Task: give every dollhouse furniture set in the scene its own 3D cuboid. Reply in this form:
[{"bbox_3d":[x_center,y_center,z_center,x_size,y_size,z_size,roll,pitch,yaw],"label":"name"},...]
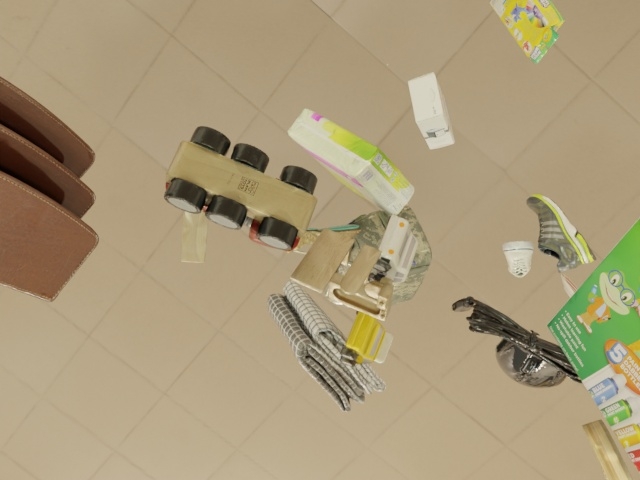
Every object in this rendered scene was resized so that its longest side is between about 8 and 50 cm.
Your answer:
[{"bbox_3d":[0.040,0.094,0.961,0.144,0.123,0.151,22,139,16],"label":"dollhouse furniture set"}]

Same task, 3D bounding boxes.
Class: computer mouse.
[{"bbox_3d":[0.256,0.150,0.786,0.184,0.262,0.060,30,85,13],"label":"computer mouse"}]

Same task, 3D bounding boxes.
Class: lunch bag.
[{"bbox_3d":[0.143,0.061,1.603,0.256,0.305,0.212,-14,62,-17],"label":"lunch bag"}]

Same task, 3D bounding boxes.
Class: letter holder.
[{"bbox_3d":[-0.426,-0.086,0.724,0.152,0.302,0.214,38,88,34],"label":"letter holder"}]

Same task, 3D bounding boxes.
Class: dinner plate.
[{"bbox_3d":[0.499,0.122,1.074,0.017,0.141,0.141,-42,98,19],"label":"dinner plate"}]

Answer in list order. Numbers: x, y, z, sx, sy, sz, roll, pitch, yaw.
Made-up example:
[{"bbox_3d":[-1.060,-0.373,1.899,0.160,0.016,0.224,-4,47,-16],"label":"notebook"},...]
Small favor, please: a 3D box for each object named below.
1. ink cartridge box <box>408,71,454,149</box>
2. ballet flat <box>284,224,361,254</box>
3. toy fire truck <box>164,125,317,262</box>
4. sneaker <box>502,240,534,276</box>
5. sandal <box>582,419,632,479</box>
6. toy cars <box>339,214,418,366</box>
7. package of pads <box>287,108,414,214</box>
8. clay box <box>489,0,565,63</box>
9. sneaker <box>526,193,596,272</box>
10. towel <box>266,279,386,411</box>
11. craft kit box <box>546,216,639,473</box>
[{"bbox_3d":[0.322,-0.368,1.627,0.082,0.191,0.139,-14,70,21],"label":"ink cartridge box"},{"bbox_3d":[0.000,0.000,1.308,0.206,0.073,0.067,-3,95,-23],"label":"ballet flat"},{"bbox_3d":[-0.142,-0.038,0.909,0.217,0.246,0.158,22,74,-9],"label":"toy fire truck"},{"bbox_3d":[0.642,0.062,1.815,0.094,0.258,0.091,-6,74,25],"label":"sneaker"},{"bbox_3d":[0.322,0.323,0.613,0.079,0.088,0.240,-25,77,15],"label":"sandal"},{"bbox_3d":[0.121,0.118,1.093,0.087,0.176,0.393,20,120,8],"label":"toy cars"},{"bbox_3d":[0.080,-0.198,1.444,0.101,0.296,0.229,-52,139,2],"label":"package of pads"},{"bbox_3d":[0.545,-0.589,1.481,0.053,0.127,0.222,-27,78,-15],"label":"clay box"},{"bbox_3d":[0.723,-0.028,1.775,0.121,0.300,0.111,-34,137,13],"label":"sneaker"},{"bbox_3d":[0.003,0.257,1.366,0.121,0.235,0.283,-41,122,-4],"label":"towel"},{"bbox_3d":[0.333,0.097,0.476,0.061,0.249,0.246,1,135,-23],"label":"craft kit box"}]
